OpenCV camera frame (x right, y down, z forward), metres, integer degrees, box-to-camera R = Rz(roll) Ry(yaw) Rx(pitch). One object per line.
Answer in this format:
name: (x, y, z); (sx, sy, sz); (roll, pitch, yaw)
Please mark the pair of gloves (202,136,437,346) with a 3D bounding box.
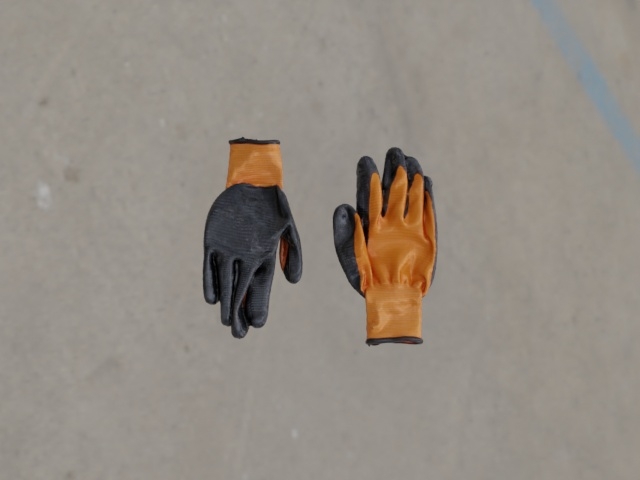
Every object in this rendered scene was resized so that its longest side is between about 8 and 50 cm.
pair of gloves: (0.000, 0.000, 0.505); (0.010, 0.083, 0.074); (85, 8, -76)
